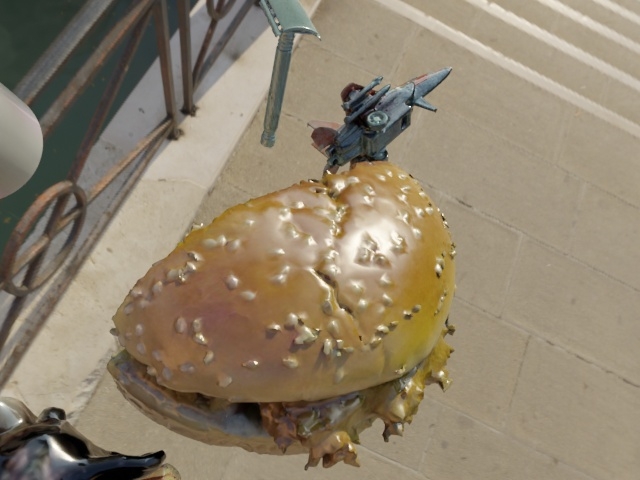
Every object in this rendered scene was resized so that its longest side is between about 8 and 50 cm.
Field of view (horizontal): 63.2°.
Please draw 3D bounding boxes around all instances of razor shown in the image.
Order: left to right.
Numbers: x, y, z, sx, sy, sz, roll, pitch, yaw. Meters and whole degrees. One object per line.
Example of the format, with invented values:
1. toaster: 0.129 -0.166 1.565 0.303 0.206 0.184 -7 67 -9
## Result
1. razor: -0.066 -0.241 0.798 0.068 0.232 0.106 -3 48 -21

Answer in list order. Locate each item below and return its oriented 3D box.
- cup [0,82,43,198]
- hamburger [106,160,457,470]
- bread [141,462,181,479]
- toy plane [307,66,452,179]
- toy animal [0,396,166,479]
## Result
1. cup: -0.701 -0.223 0.944 0.253 0.371 0.254 1 83 -7
2. hamburger: 0.016 0.095 0.609 0.445 0.268 0.287 -25 62 -37
3. bread: -0.331 0.490 1.031 0.119 0.192 0.067 47 39 -30
4. toy plane: 0.121 -0.219 0.915 0.326 0.223 0.104 -30 58 -12
5. toy animal: -0.246 0.309 0.508 0.194 0.302 0.344 -22 84 -44
